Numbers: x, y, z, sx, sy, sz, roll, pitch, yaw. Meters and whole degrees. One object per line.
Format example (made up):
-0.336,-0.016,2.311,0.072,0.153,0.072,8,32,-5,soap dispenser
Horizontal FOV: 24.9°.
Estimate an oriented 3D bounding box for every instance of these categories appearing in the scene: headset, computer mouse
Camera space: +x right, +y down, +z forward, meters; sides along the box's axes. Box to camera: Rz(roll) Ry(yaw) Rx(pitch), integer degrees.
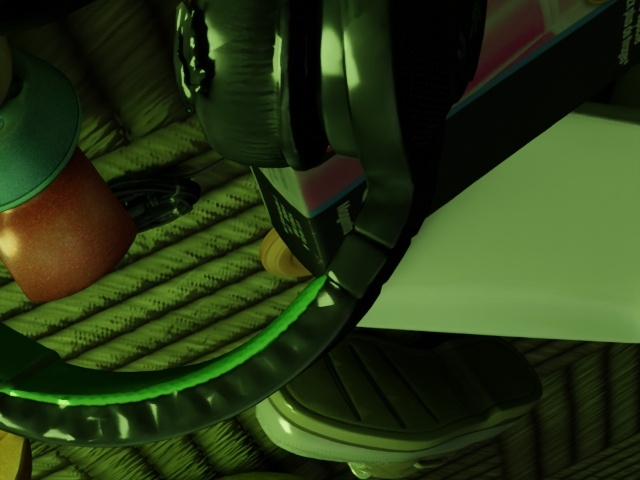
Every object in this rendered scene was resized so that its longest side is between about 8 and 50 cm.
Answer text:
-0.054,-0.112,0.491,0.394,0.243,0.185,-64,171,10,headset
-0.036,-0.046,0.822,0.242,0.041,0.071,-26,154,3,computer mouse

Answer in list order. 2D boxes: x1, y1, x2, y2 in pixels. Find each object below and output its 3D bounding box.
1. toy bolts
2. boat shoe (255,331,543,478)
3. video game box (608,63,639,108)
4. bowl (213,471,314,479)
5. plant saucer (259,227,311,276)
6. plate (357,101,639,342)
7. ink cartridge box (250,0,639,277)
-0.191,0.006,0.635,0.228,0.218,0.158,-40,149,-11,toy bolts
0.056,0.142,1.154,0.302,0.113,0.103,4,135,-46,boat shoe
0.286,-0.076,0.995,0.187,0.048,0.205,-8,150,-8,video game box
-0.112,0.302,1.211,0.156,0.289,0.289,30,132,-8,bowl
0.000,0.000,0.963,0.083,0.013,0.083,-20,152,-11,plant saucer
0.176,-0.014,0.984,0.277,0.045,0.278,4,148,-18,plate
0.122,-0.137,0.689,0.371,0.069,0.175,-38,155,-9,ink cartridge box
